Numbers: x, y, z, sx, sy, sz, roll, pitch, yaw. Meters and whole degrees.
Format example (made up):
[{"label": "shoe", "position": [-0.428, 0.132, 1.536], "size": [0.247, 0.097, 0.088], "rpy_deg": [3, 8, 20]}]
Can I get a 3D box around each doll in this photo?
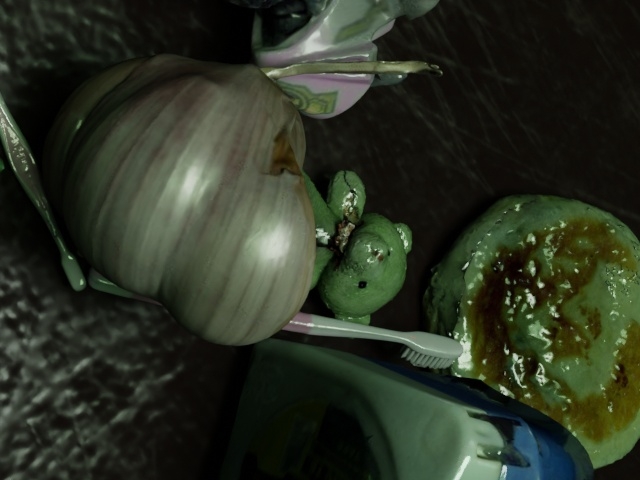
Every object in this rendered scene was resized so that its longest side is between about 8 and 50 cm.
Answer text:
[{"label": "doll", "position": [0.000, 0.000, 1.369], "size": [0.150, 0.077, 0.115], "rpy_deg": [33, 81, -21]}]

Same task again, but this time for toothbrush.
[{"label": "toothbrush", "position": [-0.029, 0.056, 1.351], "size": [0.286, 0.025, 0.020], "rpy_deg": [13, 45, -21]}, {"label": "toothbrush", "position": [-0.199, -0.058, 1.266], "size": [0.017, 0.022, 0.204], "rpy_deg": [-26, 105, -13]}]

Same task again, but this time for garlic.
[{"label": "garlic", "position": [-0.045, -0.033, 1.262], "size": [0.256, 0.207, 0.207], "rpy_deg": [-22, 103, -19]}]

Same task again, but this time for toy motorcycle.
[{"label": "toy motorcycle", "position": [0.036, -0.200, 1.357], "size": [0.327, 0.143, 0.188], "rpy_deg": [-27, 114, -45]}]

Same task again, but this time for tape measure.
[{"label": "tape measure", "position": [0.027, 0.202, 1.283], "size": [0.138, 0.259, 0.262], "rpy_deg": [23, 87, -30]}]

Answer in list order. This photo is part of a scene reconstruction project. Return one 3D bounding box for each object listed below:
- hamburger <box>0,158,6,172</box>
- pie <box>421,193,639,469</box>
[{"label": "hamburger", "position": [-0.303, -0.090, 1.140], "size": [0.235, 0.125, 0.214], "rpy_deg": [10, 91, -29]}, {"label": "pie", "position": [0.178, 0.077, 1.495], "size": [0.240, 0.054, 0.241], "rpy_deg": [1, 88, -33]}]
